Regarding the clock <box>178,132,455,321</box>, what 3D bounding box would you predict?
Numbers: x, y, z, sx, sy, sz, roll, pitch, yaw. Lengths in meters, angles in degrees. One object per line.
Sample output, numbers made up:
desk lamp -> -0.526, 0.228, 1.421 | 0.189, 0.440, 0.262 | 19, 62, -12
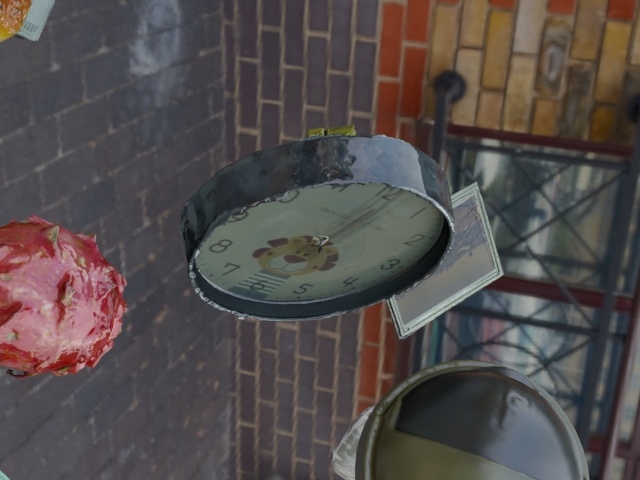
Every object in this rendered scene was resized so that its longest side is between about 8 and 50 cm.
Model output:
clock -> -0.001, -0.001, 0.983 | 0.312, 0.313, 0.061 | 71, 7, -60

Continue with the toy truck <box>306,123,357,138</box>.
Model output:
toy truck -> 0.017, -0.154, 1.385 | 0.054, 0.083, 0.049 | 62, 22, -77

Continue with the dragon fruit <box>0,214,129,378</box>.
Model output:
dragon fruit -> -0.375, 0.065, 1.120 | 0.268, 0.210, 0.205 | 26, 68, -33

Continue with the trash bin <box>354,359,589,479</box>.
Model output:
trash bin -> 0.137, 0.233, 0.852 | 0.334, 0.214, 0.214 | 91, 13, -69

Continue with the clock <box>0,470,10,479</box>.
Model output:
clock -> -0.421, 0.328, 1.076 | 0.188, 0.060, 0.148 | 47, 3, -31

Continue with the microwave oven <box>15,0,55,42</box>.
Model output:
microwave oven -> -0.740, -0.550, 2.001 | 0.162, 0.208, 0.122 | -45, 160, -85

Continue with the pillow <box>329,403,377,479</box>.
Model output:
pillow -> 0.128, 0.363, 1.391 | 0.130, 0.233, 0.038 | -52, -167, -12

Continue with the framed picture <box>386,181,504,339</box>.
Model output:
framed picture -> 0.211, 0.035, 1.557 | 0.252, 0.014, 0.197 | -29, 113, -22

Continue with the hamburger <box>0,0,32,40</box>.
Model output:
hamburger -> -0.665, -0.519, 1.681 | 0.300, 0.176, 0.300 | -6, 90, -85
